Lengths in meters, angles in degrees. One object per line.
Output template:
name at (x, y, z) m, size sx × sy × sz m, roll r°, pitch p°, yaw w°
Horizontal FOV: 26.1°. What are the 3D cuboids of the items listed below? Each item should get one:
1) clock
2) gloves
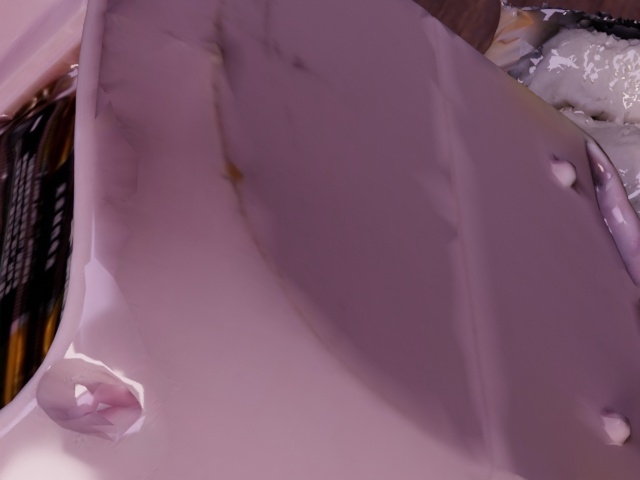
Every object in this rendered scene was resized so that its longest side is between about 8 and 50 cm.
clock at (-0.098, 0.070, 0.489) m, size 0.377 × 0.251 × 0.368 m, roll -33°, pitch 41°, yaw 31°
gloves at (0.121, -0.042, 0.588) m, size 0.153 × 0.070 × 0.114 m, roll 29°, pitch 72°, yaw 36°
